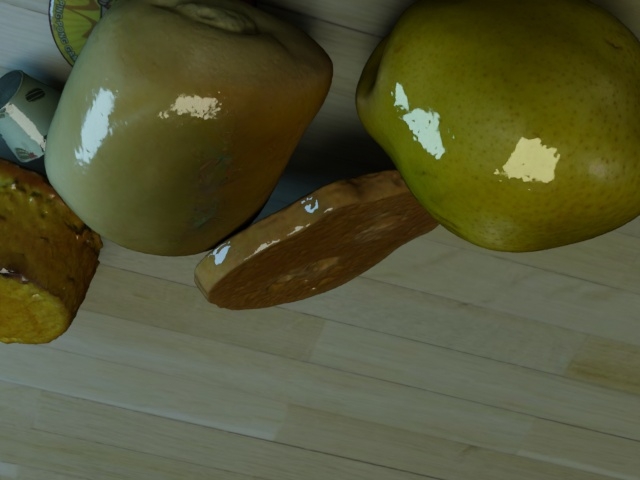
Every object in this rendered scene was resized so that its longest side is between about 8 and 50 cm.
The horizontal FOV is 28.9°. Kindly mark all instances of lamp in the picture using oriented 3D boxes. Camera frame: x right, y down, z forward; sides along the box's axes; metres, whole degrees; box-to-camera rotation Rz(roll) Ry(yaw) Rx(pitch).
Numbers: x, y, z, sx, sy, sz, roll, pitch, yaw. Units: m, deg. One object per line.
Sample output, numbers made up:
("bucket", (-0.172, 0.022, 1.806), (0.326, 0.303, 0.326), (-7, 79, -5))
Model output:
("lamp", (-0.395, -0.154, 1.835), (0.121, 0.121, 0.214), (-26, 134, 21))

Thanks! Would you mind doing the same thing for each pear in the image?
("pear", (0.259, -0.164, 1.646), (0.418, 0.362, 0.362), (27, 126, -3))

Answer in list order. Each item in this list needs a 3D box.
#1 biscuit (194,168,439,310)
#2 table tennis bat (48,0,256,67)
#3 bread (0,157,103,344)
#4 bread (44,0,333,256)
("biscuit", (-0.001, -0.002, 1.852), (0.365, 0.062, 0.385), (-32, 162, 22))
("table tennis bat", (-0.189, -0.339, 1.723), (0.414, 0.051, 0.268), (-22, 128, 21))
("bread", (-0.522, 0.020, 1.890), (0.358, 0.204, 0.337), (16, 142, -8))
("bread", (-0.179, -0.153, 1.683), (0.348, 0.253, 0.376), (8, 136, -29))
